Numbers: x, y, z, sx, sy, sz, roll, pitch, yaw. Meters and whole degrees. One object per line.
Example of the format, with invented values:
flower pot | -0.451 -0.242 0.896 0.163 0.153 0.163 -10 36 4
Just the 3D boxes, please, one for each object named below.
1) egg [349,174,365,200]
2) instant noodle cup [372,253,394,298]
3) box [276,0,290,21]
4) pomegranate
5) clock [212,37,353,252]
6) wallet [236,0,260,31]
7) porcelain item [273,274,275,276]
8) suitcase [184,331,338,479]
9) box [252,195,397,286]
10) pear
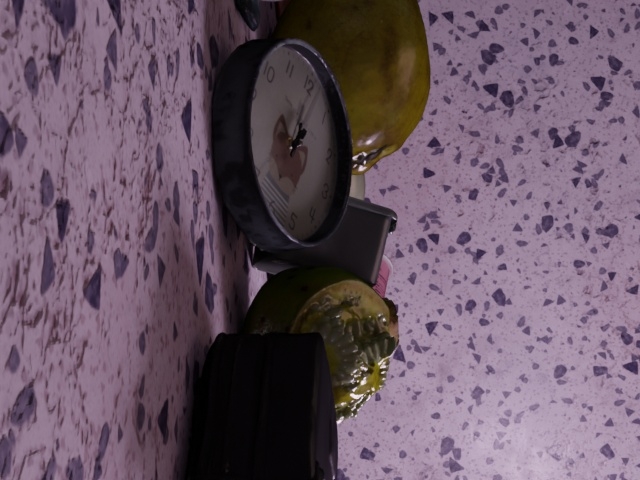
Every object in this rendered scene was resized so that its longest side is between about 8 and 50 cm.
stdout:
egg | 0.006 -0.129 2.059 0.183 0.183 0.217 -78 175 -70
instant noodle cup | 0.032 0.149 2.159 0.243 0.243 0.231 80 17 -61
box | 0.046 -0.503 2.204 0.318 0.257 0.348 -84 172 -47
pomegranate | 0.014 0.162 1.559 0.341 0.261 0.260 -8 98 -50
clock | -0.049 -0.142 1.452 0.325 0.067 0.324 9 80 -61
wallet | -0.117 -0.403 1.588 0.129 0.026 0.088 59 30 -80
porcelain item | -0.067 0.069 1.954 0.213 0.054 0.084 -78 168 -73
suitcase | -0.056 0.307 1.243 0.345 0.188 0.339 80 12 -52
box | 0.000 0.000 1.666 0.163 0.243 0.135 151 -49 -65
pear | 0.057 -0.338 1.884 0.352 0.352 0.413 76 19 -70
